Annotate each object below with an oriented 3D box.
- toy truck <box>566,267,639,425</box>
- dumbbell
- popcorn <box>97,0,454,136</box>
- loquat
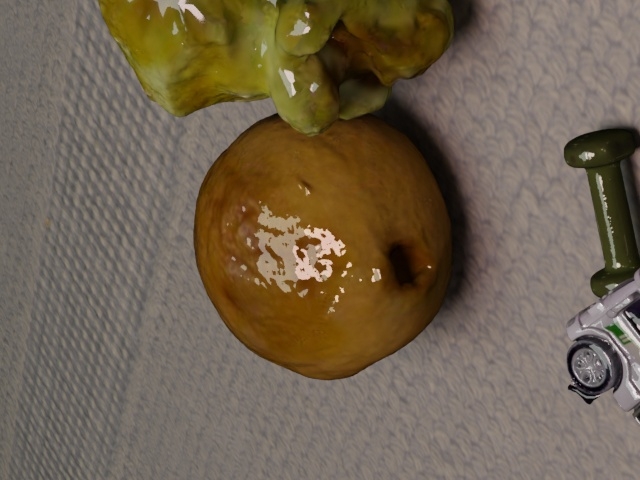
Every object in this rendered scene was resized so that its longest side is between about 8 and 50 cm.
[{"bbox_3d":[0.275,0.121,1.086,0.253,0.114,0.124,55,134,14],"label":"toy truck"},{"bbox_3d":[0.203,-0.018,1.187,0.046,0.052,0.118,-2,106,48],"label":"dumbbell"},{"bbox_3d":[-0.039,-0.200,1.283,0.276,0.225,0.276,3,100,14],"label":"popcorn"},{"bbox_3d":[0.000,0.000,1.389,0.238,0.193,0.238,46,151,36],"label":"loquat"}]
